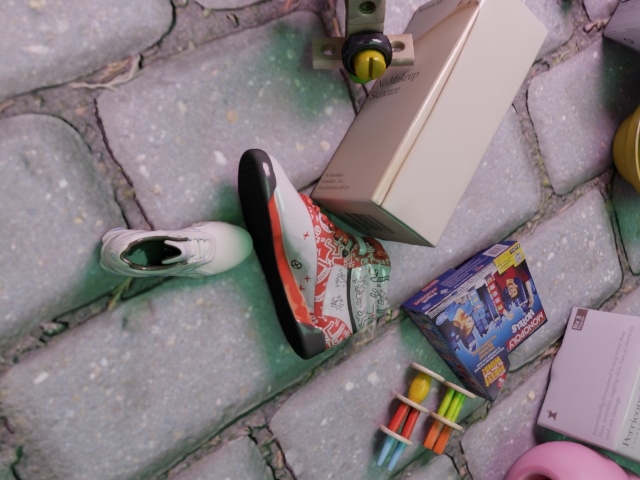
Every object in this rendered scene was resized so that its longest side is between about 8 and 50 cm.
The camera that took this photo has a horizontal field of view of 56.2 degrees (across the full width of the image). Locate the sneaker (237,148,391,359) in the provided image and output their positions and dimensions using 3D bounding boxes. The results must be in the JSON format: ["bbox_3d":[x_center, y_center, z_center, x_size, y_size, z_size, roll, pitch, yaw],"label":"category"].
[{"bbox_3d":[0.000,0.000,0.737,0.145,0.090,0.270,-23,109,-22],"label":"sneaker"}]

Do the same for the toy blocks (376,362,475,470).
[{"bbox_3d":[0.147,0.266,0.860,0.123,0.054,0.148,32,81,-26],"label":"toy blocks"}]

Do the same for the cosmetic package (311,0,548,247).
[{"bbox_3d":[0.133,-0.154,0.751,0.113,0.160,0.310,33,79,-26],"label":"cosmetic package"}]

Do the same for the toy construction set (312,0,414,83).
[{"bbox_3d":[0.080,-0.329,0.694,0.308,0.257,0.237,-26,146,-11],"label":"toy construction set"}]

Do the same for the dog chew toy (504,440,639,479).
[{"bbox_3d":[0.442,0.442,0.950,0.331,0.206,0.207,25,84,-30],"label":"dog chew toy"}]

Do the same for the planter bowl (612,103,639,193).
[{"bbox_3d":[0.562,-0.157,1.009,0.217,0.090,0.217,-4,98,-27],"label":"planter bowl"}]

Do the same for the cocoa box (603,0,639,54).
[{"bbox_3d":[0.660,-0.335,0.872,0.347,0.231,0.228,26,105,-5],"label":"cocoa box"}]

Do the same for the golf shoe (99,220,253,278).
[{"bbox_3d":[-0.149,0.016,0.665,0.176,0.086,0.069,-7,97,-28],"label":"golf shoe"}]

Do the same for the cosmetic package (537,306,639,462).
[{"bbox_3d":[0.574,0.279,1.022,0.384,0.156,0.217,24,81,-28],"label":"cosmetic package"}]

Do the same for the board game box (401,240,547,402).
[{"bbox_3d":[0.241,0.129,0.892,0.194,0.060,0.194,-32,110,-21],"label":"board game box"}]
